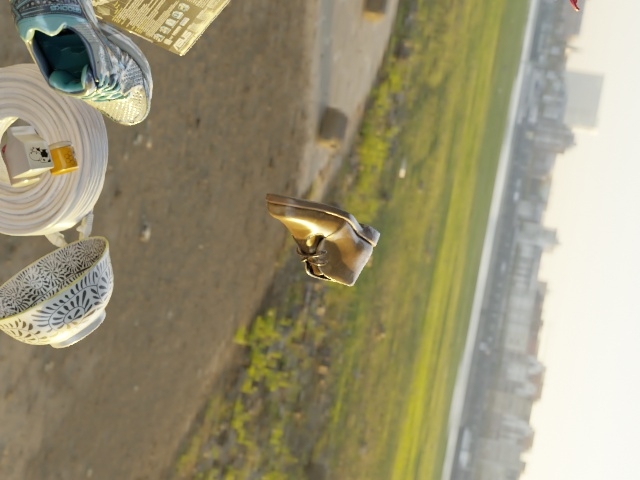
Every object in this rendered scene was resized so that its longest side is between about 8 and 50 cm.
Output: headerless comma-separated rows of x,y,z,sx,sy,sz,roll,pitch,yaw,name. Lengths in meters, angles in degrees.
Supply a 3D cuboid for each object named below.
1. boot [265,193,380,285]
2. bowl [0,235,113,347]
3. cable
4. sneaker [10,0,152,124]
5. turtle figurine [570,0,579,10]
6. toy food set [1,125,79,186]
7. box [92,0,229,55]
0.000,0.000,1.848,0.305,0.112,0.115,28,80,-56,boot
-0.307,0.074,1.300,0.080,0.170,0.170,61,26,-20,bowl
-0.438,-0.133,1.621,0.257,0.257,0.089,-69,166,17,cable
-0.285,-0.205,1.292,0.283,0.110,0.122,55,22,-56,sneaker
0.263,-0.324,1.059,0.118,0.234,0.175,40,27,-35,turtle figurine
-0.424,-0.125,1.408,0.232,0.111,0.105,-15,87,-55,toy food set
-0.314,-0.562,2.167,0.395,0.318,0.097,-38,-138,45,box
